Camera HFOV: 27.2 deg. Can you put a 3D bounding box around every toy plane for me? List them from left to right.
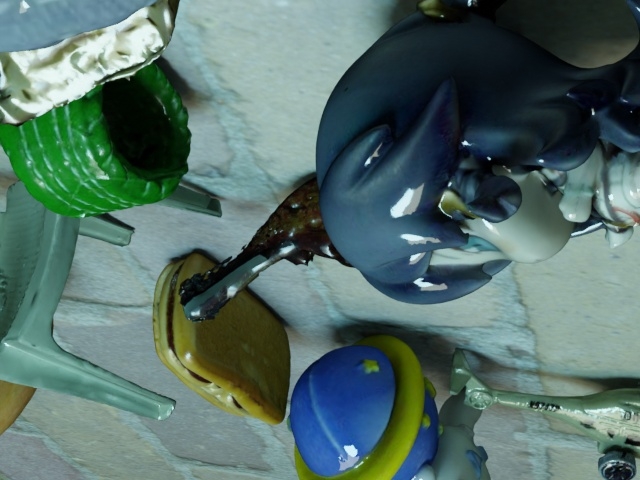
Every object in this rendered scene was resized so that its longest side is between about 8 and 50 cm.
[{"bbox_3d":[0.267,0.170,1.313,0.286,0.092,0.108,9,134,3],"label":"toy plane"}]

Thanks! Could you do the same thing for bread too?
[{"bbox_3d":[-0.096,0.099,1.264,0.077,0.116,0.200,-7,150,25],"label":"bread"}]

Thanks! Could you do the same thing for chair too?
[{"bbox_3d":[-0.257,0.020,1.074,0.275,0.203,0.190,24,164,-36],"label":"chair"}]

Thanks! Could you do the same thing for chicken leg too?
[{"bbox_3d":[0.000,0.000,1.023,0.253,0.106,0.051,-19,137,23],"label":"chicken leg"}]

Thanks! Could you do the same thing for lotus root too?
[{"bbox_3d":[-0.122,-0.153,0.731,0.095,0.135,0.159,15,141,-11],"label":"lotus root"}]

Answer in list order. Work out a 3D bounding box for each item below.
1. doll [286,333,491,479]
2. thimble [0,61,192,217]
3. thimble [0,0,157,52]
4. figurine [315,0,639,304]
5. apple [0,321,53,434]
[{"bbox_3d":[0.070,0.235,1.278,0.160,0.311,0.242,-29,129,15],"label":"doll"},{"bbox_3d":[-0.154,-0.077,0.921,0.090,0.118,0.130,-8,176,28],"label":"thimble"},{"bbox_3d":[-0.142,-0.194,0.558,0.236,0.205,0.172,9,154,7],"label":"thimble"},{"bbox_3d":[0.120,-0.058,0.758,0.265,0.197,0.175,-22,141,23],"label":"figurine"},{"bbox_3d":[-0.381,0.090,1.235,0.254,0.253,0.253,9,155,4],"label":"apple"}]
